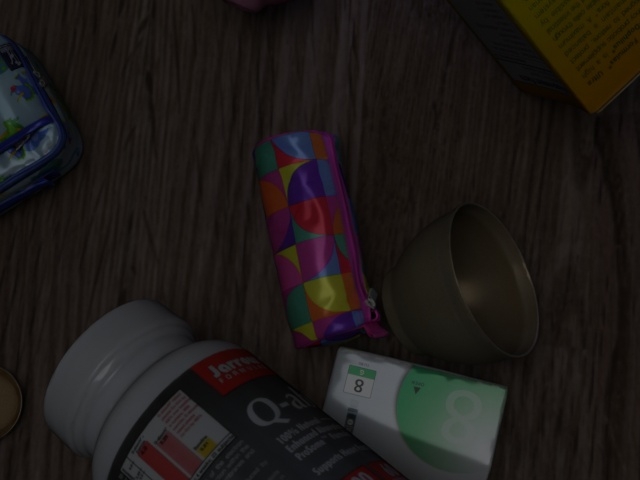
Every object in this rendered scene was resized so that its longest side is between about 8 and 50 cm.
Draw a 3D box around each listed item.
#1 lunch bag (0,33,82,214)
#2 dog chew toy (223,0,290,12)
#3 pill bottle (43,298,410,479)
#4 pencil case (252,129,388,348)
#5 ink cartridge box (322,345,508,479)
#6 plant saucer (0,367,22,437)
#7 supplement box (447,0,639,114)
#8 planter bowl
[{"bbox_3d":[-0.387,-0.111,1.386,0.219,0.090,0.176,-30,80,4],"label":"lunch bag"},{"bbox_3d":[-0.028,-0.405,1.327,0.206,0.206,0.332,22,93,12],"label":"dog chew toy"},{"bbox_3d":[-0.087,0.226,1.200,0.363,0.210,0.210,36,88,24],"label":"pill bottle"},{"bbox_3d":[0.000,0.000,1.299,0.104,0.104,0.236,-17,79,6],"label":"pencil case"},{"bbox_3d":[0.080,0.237,1.269,0.181,0.056,0.225,12,82,12],"label":"ink cartridge box"},{"bbox_3d":[-0.366,0.179,1.369,0.083,0.015,0.083,-1,80,8],"label":"plant saucer"},{"bbox_3d":[0.191,-0.323,1.194,0.195,0.194,0.356,-43,109,0],"label":"supplement box"},{"bbox_3d":[0.132,0.055,1.250,0.109,0.162,0.162,-23,76,33],"label":"planter bowl"}]
